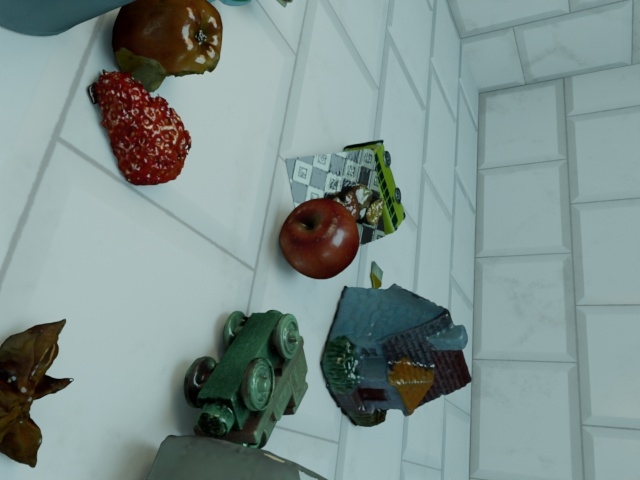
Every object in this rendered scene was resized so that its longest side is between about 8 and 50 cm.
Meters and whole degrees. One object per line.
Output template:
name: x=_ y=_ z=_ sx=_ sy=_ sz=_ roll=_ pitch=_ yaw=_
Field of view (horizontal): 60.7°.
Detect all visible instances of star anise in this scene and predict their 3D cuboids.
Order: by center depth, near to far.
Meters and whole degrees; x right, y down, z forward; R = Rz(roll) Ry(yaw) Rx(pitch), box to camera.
star anise: x=-0.350 y=0.177 z=0.583 sx=0.212 sy=0.111 sz=0.196 roll=-107 pitch=-154 yaw=-75

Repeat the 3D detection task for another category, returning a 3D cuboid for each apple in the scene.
apple: x=-0.227 y=-0.314 z=0.838 sx=0.156 sy=0.158 sz=0.147 roll=-7 pitch=91 yaw=-58
apple: x=0.000 y=0.000 z=1.215 sx=0.168 sy=0.181 sz=0.181 roll=61 pitch=36 yaw=-44

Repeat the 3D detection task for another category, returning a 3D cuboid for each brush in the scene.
brush: x=0.165 y=0.171 z=1.688 sx=0.083 sy=0.011 sz=0.205 roll=48 pitch=46 yaw=-51

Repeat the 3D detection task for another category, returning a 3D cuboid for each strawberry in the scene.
strawberry: x=-0.266 y=-0.168 z=0.828 sx=0.121 sy=0.082 sz=0.188 roll=-63 pitch=143 yaw=-41

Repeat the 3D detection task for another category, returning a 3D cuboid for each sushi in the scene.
sushi: x=0.063 y=-0.093 z=1.362 sx=0.290 sy=0.050 sz=0.264 roll=-16 pitch=102 yaw=-37

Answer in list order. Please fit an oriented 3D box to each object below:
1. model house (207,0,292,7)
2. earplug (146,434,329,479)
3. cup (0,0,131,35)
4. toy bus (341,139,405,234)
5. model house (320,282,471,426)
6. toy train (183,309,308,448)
model house: x=-0.180 y=-0.606 z=1.022 sx=0.300 sy=0.340 sz=0.323 roll=54 pitch=-13 yaw=24
earplug: x=-0.144 y=0.507 z=0.729 sx=0.312 sy=0.312 sz=0.394 roll=57 pitch=42 yaw=-43
cup: x=-0.260 y=-0.438 z=0.622 sx=0.257 sy=0.311 sz=0.331 roll=0 pitch=86 yaw=-63
toy bus: x=0.144 y=-0.139 z=1.566 sx=0.150 sy=0.128 sz=0.262 roll=-56 pitch=132 yaw=-48
model house: x=0.237 y=0.325 z=1.456 sx=0.360 sy=0.339 sz=0.297 roll=64 pitch=33 yaw=-36
toy train: x=-0.120 y=0.263 z=0.977 sx=0.304 sy=0.150 sz=0.221 roll=-56 pitch=141 yaw=-58
